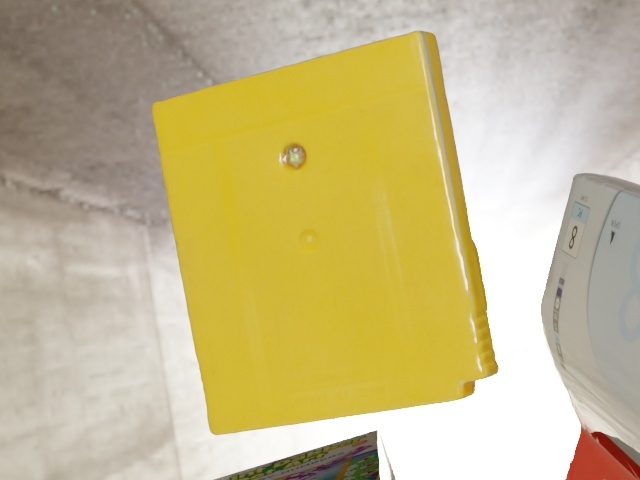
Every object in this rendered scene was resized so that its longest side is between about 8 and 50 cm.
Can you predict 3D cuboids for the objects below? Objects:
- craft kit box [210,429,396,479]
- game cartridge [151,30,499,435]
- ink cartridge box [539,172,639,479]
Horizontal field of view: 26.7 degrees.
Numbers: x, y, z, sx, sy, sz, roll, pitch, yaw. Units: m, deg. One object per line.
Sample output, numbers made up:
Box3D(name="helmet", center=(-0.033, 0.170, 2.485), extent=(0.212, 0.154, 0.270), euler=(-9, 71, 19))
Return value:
Box3D(name="craft kit box", center=(-0.065, 0.215, 0.979), extent=(0.250, 0.061, 0.246), euler=(-17, 178, 1))
Box3D(name="game cartridge", center=(0.000, 0.000, 1.227), extent=(0.285, 0.324, 0.052), euler=(-11, 178, 25))
Box3D(name="ink cartridge box", center=(0.259, 0.146, 1.204), extent=(0.091, 0.385, 0.308), euler=(14, -173, -10))
